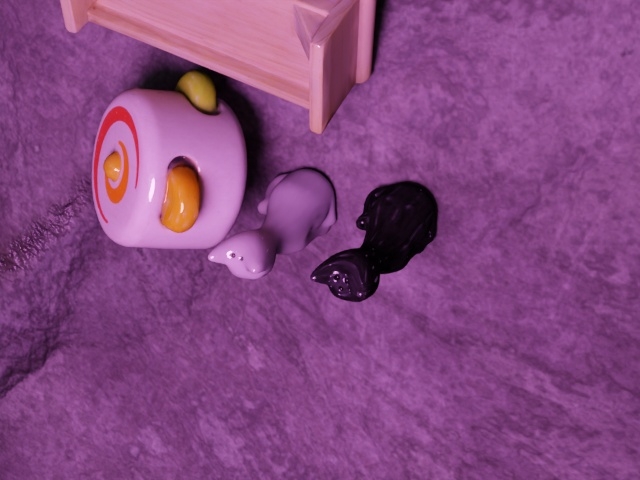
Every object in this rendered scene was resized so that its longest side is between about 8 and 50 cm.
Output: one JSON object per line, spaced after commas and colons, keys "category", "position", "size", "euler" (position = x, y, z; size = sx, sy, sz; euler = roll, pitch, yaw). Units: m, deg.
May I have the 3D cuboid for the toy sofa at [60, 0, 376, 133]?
{"category": "toy sofa", "position": [-0.109, -0.284, 1.447], "size": [0.362, 0.177, 0.150], "euler": [23, 147, 14]}

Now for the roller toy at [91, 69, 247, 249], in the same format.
{"category": "roller toy", "position": [-0.189, -0.083, 1.522], "size": [0.191, 0.146, 0.209], "euler": [-41, 54, 51]}

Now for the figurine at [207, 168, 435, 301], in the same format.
{"category": "figurine", "position": [0.000, 0.000, 1.477], "size": [0.215, 0.209, 0.092], "euler": [10, 118, 22]}
